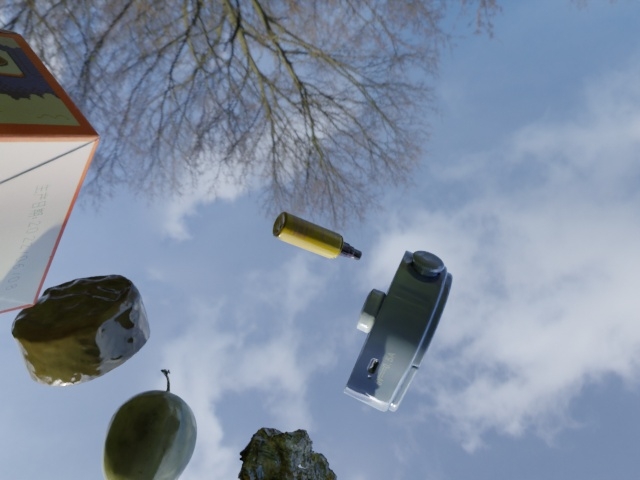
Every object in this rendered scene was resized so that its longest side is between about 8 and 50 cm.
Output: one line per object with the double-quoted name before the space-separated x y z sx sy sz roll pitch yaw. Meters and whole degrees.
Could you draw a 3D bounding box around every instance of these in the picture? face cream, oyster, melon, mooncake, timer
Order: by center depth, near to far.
"oyster" -0.069 0.515 1.235 0.092 0.260 0.198 -25 -135 30
"mooncake" -0.548 0.193 1.295 0.285 0.155 0.284 -8 -157 3
"timer" 0.188 0.188 1.387 0.173 0.395 0.394 24 -113 9
"melon" -0.482 0.565 1.583 0.272 0.271 0.308 9 -142 28
"face cream" 0.000 0.000 1.584 0.078 0.274 0.078 -41 -142 43

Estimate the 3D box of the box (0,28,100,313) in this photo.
"box" -0.532 -0.078 0.722 0.257 0.319 0.348 47 -57 19
